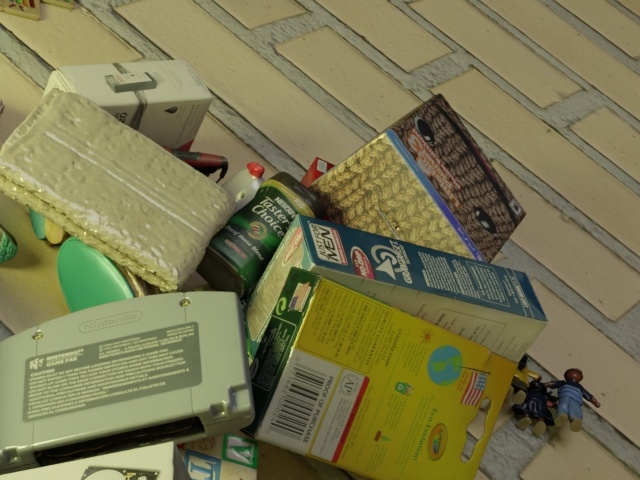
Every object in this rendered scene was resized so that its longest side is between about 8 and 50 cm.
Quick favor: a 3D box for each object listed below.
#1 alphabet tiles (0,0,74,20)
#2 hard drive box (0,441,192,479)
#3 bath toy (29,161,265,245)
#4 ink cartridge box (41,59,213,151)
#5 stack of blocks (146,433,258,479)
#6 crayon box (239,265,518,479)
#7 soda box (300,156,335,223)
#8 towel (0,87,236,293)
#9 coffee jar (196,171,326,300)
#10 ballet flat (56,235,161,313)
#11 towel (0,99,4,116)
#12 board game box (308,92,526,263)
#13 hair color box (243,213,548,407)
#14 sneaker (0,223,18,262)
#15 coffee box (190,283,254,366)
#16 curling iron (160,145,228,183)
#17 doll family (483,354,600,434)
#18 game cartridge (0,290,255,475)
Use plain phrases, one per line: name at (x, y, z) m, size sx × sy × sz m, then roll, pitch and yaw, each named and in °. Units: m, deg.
alphabet tiles at (-0.544, -0.476, 2.274) m, size 0.285 × 0.011 × 0.343 m, roll 11°, pitch 39°, yaw -23°
hard drive box at (-0.240, 0.308, 1.343) m, size 0.232 × 0.089 × 0.181 m, roll -13°, pitch 40°, yaw 6°
bath toy at (-0.206, -0.048, 1.873) m, size 0.348 × 0.129 × 0.151 m, roll 0°, pitch 44°, yaw -35°
ink cartridge box at (-0.279, -0.162, 1.935) m, size 0.218 × 0.159 × 0.092 m, roll -8°, pitch 50°, yaw -40°
stack of blocks at (-0.127, 0.336, 1.483) m, size 0.171 × 0.087 × 0.297 m, roll 19°, pitch 36°, yaw -14°
crayon box at (0.069, 0.182, 1.673) m, size 0.318 × 0.202 × 0.081 m, roll 25°, pitch -5°, yaw -29°
soda box at (0.000, 0.000, 1.979) m, size 0.083 × 0.092 × 0.263 m, roll 25°, pitch 35°, yaw -13°
towel at (-0.256, -0.063, 1.724) m, size 0.282 × 0.049 × 0.187 m, roll 34°, pitch 44°, yaw -4°
coffee jar at (-0.078, -0.009, 1.838) m, size 0.096 × 0.079 × 0.184 m, roll 39°, pitch 54°, yaw 10°
ballet flat at (-0.211, 0.119, 1.706) m, size 0.316 × 0.107 × 0.106 m, roll 53°, pitch 22°, yaw 23°
towel at (-0.592, -0.178, 1.785) m, size 0.331 × 0.053 × 0.317 m, roll 22°, pitch 22°, yaw -10°
board game box at (0.147, -0.056, 2.002) m, size 0.232 × 0.141 × 0.291 m, roll 54°, pitch 26°, yaw -3°
hair color box at (0.096, 0.095, 1.794) m, size 0.347 × 0.174 × 0.105 m, roll 14°, pitch 35°, yaw -25°
sneaker at (-0.444, -0.035, 1.754) m, size 0.166 × 0.065 × 0.076 m, roll 32°, pitch 32°, yaw 3°
coffee box at (-0.081, 0.123, 1.818) m, size 0.113 × 0.040 × 0.184 m, roll -16°, pitch 54°, yaw -45°
curling iron at (-0.231, -0.105, 1.936) m, size 0.274 × 0.068 × 0.035 m, roll 4°, pitch 43°, yaw -50°
doll family at (0.294, 0.203, 1.951) m, size 0.193 × 0.076 × 0.111 m, roll 31°, pitch 31°, yaw -6°
game cartridge at (-0.225, 0.152, 1.557) m, size 0.297 × 0.062 × 0.198 m, roll -12°, pitch 38°, yaw 3°
